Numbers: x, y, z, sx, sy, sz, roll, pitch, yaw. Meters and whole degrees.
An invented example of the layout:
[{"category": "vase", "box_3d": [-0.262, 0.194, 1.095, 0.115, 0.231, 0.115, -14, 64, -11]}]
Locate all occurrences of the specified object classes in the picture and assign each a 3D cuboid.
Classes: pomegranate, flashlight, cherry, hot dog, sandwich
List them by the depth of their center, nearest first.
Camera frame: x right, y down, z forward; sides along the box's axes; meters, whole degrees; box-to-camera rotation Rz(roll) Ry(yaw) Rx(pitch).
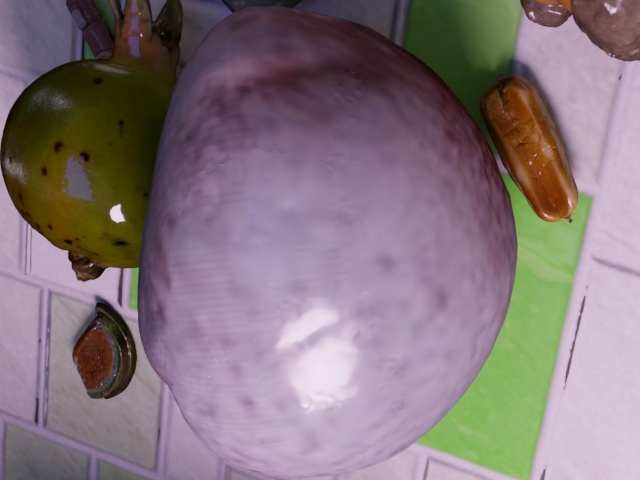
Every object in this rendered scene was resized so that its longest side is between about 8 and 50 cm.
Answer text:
[{"category": "cherry", "box_3d": [-0.006, 0.010, 0.938, 0.291, 0.335, 0.326, 17, 73, 20]}, {"category": "hot dog", "box_3d": [0.170, -0.073, 1.009, 0.056, 0.041, 0.133, -26, 88, 31]}, {"category": "pomegranate", "box_3d": [-0.180, -0.093, 1.078, 0.198, 0.198, 0.246, 10, 123, 23]}, {"category": "flashlight", "box_3d": [-0.205, -0.186, 1.156, 0.052, 0.031, 0.110, -27, 95, 32]}, {"category": "sandwich", "box_3d": [-0.221, 0.119, 1.278, 0.069, 0.026, 0.101, 35, 120, 10]}]

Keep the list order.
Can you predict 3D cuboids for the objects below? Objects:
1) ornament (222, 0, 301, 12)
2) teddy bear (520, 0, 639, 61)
[{"category": "ornament", "box_3d": [-0.018, -0.234, 1.019, 0.156, 0.081, 0.075, -21, 93, 27]}, {"category": "teddy bear", "box_3d": [0.183, -0.230, 0.892, 0.190, 0.140, 0.177, 37, 124, 20]}]
